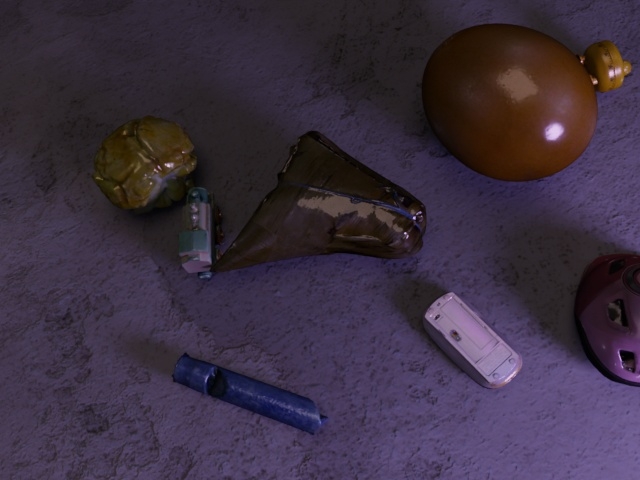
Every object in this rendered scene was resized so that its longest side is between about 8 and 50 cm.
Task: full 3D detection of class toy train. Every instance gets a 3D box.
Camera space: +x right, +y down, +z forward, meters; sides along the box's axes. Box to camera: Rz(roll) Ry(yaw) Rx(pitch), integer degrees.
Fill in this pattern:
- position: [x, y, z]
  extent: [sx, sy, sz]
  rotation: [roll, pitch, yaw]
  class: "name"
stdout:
- position: [-0.247, -0.021, 1.320]
  extent: [0.081, 0.125, 0.193]
  rotation: [-7, 66, 3]
  class: "toy train"

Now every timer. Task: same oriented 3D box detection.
- position: [0.599, -0.364, 1.329]
  extent: [0.109, 0.107, 0.107]
  rotation: [-18, 65, 6]
  class: "timer"

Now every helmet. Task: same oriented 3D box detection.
- position: [0.550, 0.124, 1.101]
  extent: [0.199, 0.154, 0.253]
  rotation: [3, 72, 13]
  class: "helmet"

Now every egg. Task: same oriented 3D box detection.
- position: [0.355, -0.267, 1.231]
  extent: [0.283, 0.282, 0.351]
  rotation: [-40, 65, -8]
  class: "egg"

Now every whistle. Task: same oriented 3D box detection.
- position: [-0.132, 0.287, 1.199]
  extent: [0.305, 0.062, 0.062]
  rotation: [16, 70, 17]
  class: "whistle"

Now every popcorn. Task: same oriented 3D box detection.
- position: [-0.378, -0.167, 1.381]
  extent: [0.221, 0.183, 0.204]
  rotation: [-30, 59, -3]
  class: "popcorn"

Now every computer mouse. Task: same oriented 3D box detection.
- position: [0.278, 0.183, 1.178]
  extent: [0.102, 0.045, 0.199]
  rotation: [-41, 66, -8]
  class: "computer mouse"

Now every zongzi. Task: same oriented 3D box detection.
- position: [0.000, 0.000, 1.245]
  extent: [0.323, 0.160, 0.360]
  rotation: [35, 76, 23]
  class: "zongzi"
